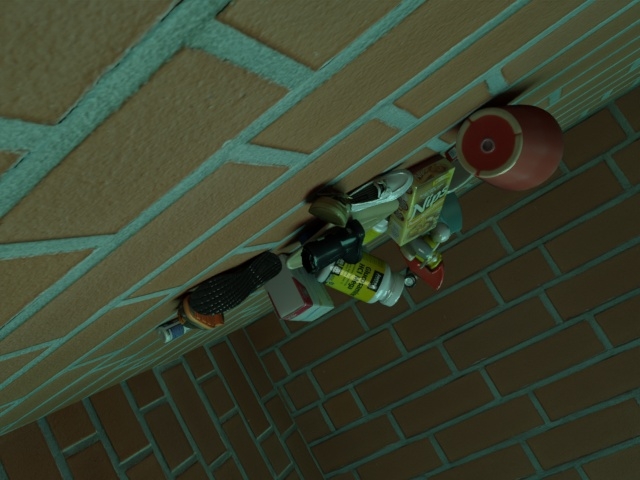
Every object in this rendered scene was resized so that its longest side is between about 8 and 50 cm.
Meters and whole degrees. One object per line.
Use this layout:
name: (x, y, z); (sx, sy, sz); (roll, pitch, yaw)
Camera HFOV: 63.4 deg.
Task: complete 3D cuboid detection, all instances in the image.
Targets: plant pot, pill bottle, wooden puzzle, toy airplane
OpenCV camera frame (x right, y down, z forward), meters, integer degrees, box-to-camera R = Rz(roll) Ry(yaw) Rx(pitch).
plant pot: (0.537, -0.277, 1.523); (0.275, 0.275, 0.243); (-36, 162, 36)
pill bottle: (-0.564, 0.342, 2.010); (0.120, 0.067, 0.067); (-23, 170, -42)
pill bottle: (0.185, -0.063, 2.007); (0.119, 0.119, 0.208); (-22, 169, -48)
plant pot: (0.539, -0.114, 2.512); (0.247, 0.252, 0.247); (-21, 169, -48)
pill bottle: (0.162, 0.139, 2.102); (0.188, 0.333, 0.188); (-156, -90, -80)
wooden puzzle: (0.064, -0.041, 1.807); (0.322, 0.080, 0.348); (-16, 160, -40)
toy airplane: (0.408, -0.019, 2.190); (0.272, 0.386, 0.384); (-26, 143, 23)

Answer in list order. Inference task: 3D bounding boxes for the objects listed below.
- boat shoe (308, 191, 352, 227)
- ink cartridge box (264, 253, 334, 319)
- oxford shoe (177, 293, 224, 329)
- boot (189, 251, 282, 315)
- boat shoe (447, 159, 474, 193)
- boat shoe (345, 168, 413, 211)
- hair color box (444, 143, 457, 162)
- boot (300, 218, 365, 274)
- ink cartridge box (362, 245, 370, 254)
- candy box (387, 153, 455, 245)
boat shoe: (0.034, -0.094, 1.402); (0.285, 0.104, 0.089); (24, 88, -86)
ink cartridge box: (-0.092, 0.193, 2.035); (0.131, 0.226, 0.306); (-33, 160, 12)
oxford shoe: (-0.434, 0.261, 1.787); (0.132, 0.130, 0.364); (-16, 165, 0)
boot: (-0.291, 0.169, 1.750); (0.338, 0.118, 0.222); (-24, 174, -27)
boat shoe: (0.541, -0.263, 2.004); (0.340, 0.127, 0.158); (-31, 165, 1)
boat shoe: (0.180, -0.149, 1.569); (0.226, 0.083, 0.076); (-30, 173, 2)
hair color box: (0.510, -0.324, 1.830); (0.141, 0.043, 0.072); (-25, 170, -36)
boot: (0.034, 0.044, 1.686); (0.207, 0.094, 0.246); (-28, 158, -15)
ink cartridge box: (0.121, 0.094, 2.268); (0.188, 0.255, 0.097); (-25, 171, -29)
candy box: (0.351, -0.138, 1.845); (0.183, 0.087, 0.316); (-27, 148, -23)
